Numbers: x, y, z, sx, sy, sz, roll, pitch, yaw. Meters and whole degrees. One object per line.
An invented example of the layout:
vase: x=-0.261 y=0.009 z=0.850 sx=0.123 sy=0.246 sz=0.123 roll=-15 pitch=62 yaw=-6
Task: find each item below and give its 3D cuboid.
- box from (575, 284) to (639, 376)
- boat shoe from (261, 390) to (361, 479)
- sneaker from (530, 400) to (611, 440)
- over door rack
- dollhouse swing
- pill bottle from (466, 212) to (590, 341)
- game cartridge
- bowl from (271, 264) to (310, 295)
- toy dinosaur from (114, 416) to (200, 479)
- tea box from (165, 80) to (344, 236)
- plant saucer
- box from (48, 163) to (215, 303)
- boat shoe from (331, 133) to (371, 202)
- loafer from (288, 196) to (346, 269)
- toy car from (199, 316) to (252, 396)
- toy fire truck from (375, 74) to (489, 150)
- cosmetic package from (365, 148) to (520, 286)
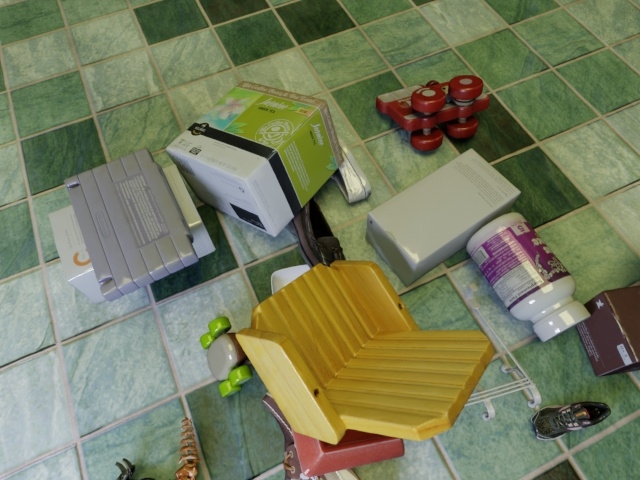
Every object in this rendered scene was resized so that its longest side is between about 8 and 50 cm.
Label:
box: x=0.750 y=0.207 z=1.069 sx=0.203 sy=0.167 sz=0.168 roll=-8 pitch=63 yaw=-3
boat shoe: x=-0.029 y=0.475 z=0.976 sx=0.123 sy=0.123 sz=0.342 roll=-38 pitch=74 yaw=-19
sneaker: x=0.564 y=0.394 z=1.025 sx=0.178 sy=0.077 sz=0.072 roll=-18 pitch=62 yaw=-7
over door rack: x=0.329 y=0.276 z=1.089 sx=0.240 sy=0.108 sz=0.324 roll=-14 pitch=48 yaw=-6
dollhouse swing: x=0.097 y=0.176 z=0.888 sx=0.347 sy=0.305 sz=0.315 roll=-32 pitch=90 yaw=-45
pill bottle: x=0.516 y=0.092 z=1.135 sx=0.169 sy=0.169 sz=0.301 roll=-24 pitch=64 yaw=-11
game cartridge: x=-0.460 y=-0.051 z=1.109 sx=0.230 sy=0.068 sz=0.355 roll=-24 pitch=65 yaw=-15
bowl: x=-0.052 y=0.140 z=1.189 sx=0.142 sy=0.053 sz=0.142 roll=-11 pitch=61 yaw=-4
toy dinosaur: x=-0.335 y=0.552 z=0.951 sx=0.219 sy=0.164 sz=0.321 roll=16 pitch=44 yaw=-7
tea box: x=-0.172 y=-0.237 z=1.255 sx=0.329 sy=0.220 sz=0.323 roll=24 pitch=62 yaw=33
plant saucer: x=0.051 y=0.350 z=0.991 sx=0.259 sy=0.047 sz=0.258 roll=5 pitch=48 yaw=-31
box: x=-0.494 y=-0.019 z=1.219 sx=0.346 sy=0.168 sz=0.215 roll=-25 pitch=65 yaw=-12
boat shoe: x=0.054 y=-0.223 z=1.356 sx=0.084 sy=0.095 sz=0.258 roll=-24 pitch=63 yaw=-16
loafer: x=0.000 y=0.000 z=1.198 sx=0.095 sy=0.109 sz=0.302 roll=-49 pitch=50 yaw=22
toy car: x=-0.170 y=0.262 z=1.109 sx=0.189 sy=0.149 sz=0.155 roll=-11 pitch=62 yaw=-37
toy fire truck: x=0.356 y=-0.435 z=1.438 sx=0.302 sy=0.169 sz=0.253 roll=-20 pitch=45 yaw=-10
cosmetic package: x=0.323 y=-0.067 z=1.233 sx=0.366 sy=0.155 sz=0.197 roll=-31 pitch=65 yaw=-14
